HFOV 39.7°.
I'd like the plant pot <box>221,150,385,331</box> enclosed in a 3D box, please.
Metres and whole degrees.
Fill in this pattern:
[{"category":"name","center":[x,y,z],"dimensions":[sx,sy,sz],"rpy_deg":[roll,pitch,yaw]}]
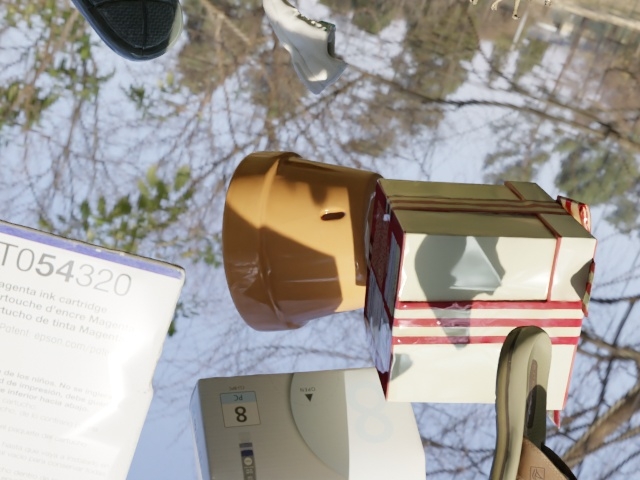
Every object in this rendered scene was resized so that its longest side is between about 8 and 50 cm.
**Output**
[{"category":"plant pot","center":[0.000,0.000,1.389],"dimensions":[0.203,0.291,0.291],"rpy_deg":[-1,-167,22]}]

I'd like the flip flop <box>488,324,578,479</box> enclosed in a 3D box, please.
[{"category":"flip flop","center":[0.200,0.214,0.790],"dimensions":[0.080,0.277,0.112],"rpy_deg":[0,163,25]}]

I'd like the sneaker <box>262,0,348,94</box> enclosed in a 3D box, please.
[{"category":"sneaker","center":[-0.021,-0.359,1.534],"dimensions":[0.212,0.094,0.080],"rpy_deg":[61,-163,16]}]

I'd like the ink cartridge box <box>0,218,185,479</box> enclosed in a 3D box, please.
[{"category":"ink cartridge box","center":[-0.275,0.115,0.502],"dimensions":[0.324,0.330,0.071],"rpy_deg":[17,-168,-15]}]

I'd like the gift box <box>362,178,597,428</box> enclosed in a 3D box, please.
[{"category":"gift box","center":[0.201,0.075,1.102],"dimensions":[0.258,0.255,0.276],"rpy_deg":[1,-155,-7]}]

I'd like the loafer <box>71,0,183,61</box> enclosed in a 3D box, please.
[{"category":"loafer","center":[-0.207,-0.261,0.709],"dimensions":[0.096,0.268,0.084],"rpy_deg":[-33,-166,-18]}]

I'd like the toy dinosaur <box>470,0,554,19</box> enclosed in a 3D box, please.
[{"category":"toy dinosaur","center":[0.282,-0.362,1.194],"dimensions":[0.053,0.183,0.093],"rpy_deg":[15,-128,-59]}]

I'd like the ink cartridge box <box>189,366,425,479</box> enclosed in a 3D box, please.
[{"category":"ink cartridge box","center":[0.002,0.361,1.184],"dimensions":[0.308,0.091,0.385],"rpy_deg":[0,-125,-21]}]
